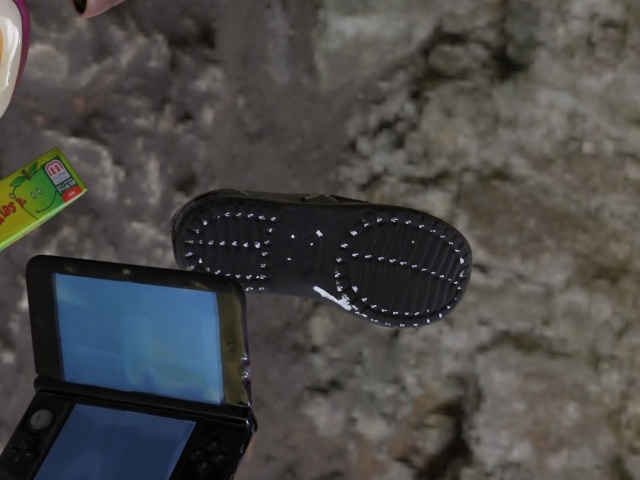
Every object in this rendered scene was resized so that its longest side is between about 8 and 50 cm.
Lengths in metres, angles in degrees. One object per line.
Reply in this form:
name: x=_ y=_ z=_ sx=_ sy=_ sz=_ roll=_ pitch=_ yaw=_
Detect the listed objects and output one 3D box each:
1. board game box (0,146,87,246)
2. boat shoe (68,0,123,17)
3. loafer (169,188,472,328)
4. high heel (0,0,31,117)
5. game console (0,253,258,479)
board game box: x=-0.273 y=0.000 z=1.172 sx=0.181 sy=0.092 sz=0.043 roll=-38 pitch=96 yaw=-40
boat shoe: x=-0.234 y=-0.349 z=1.358 sx=0.123 sy=0.123 sz=0.342 roll=-37 pitch=137 yaw=-21
loafer: x=0.000 y=0.000 z=1.001 sx=0.078 sy=0.220 sz=0.080 roll=34 pitch=-71 yaw=60
high heel: x=-0.236 y=-0.106 z=1.011 sx=0.244 sy=0.082 sz=0.117 roll=-51 pitch=-170 yaw=43
game console: x=-0.115 y=0.085 z=0.842 sx=0.124 sy=0.144 sz=0.085 roll=-64 pitch=148 yaw=-36
